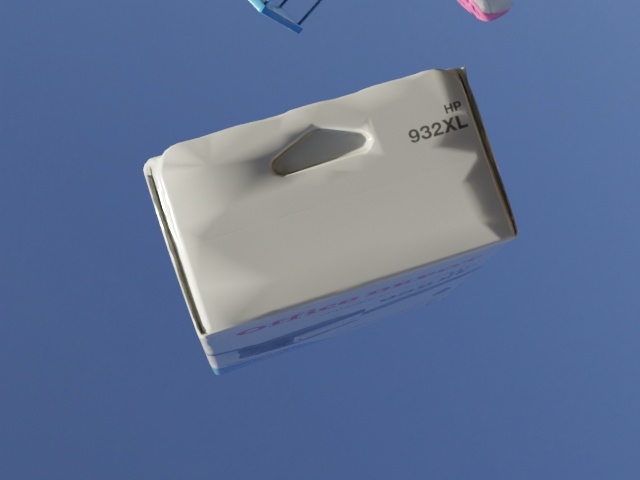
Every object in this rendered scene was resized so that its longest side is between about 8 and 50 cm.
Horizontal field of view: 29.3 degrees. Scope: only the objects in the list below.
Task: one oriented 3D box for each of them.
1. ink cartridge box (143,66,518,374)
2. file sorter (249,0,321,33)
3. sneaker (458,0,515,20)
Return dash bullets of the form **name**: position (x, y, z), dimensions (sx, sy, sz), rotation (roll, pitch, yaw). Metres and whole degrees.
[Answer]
- **ink cartridge box**: position (0.000, 0.000, 0.930), dimensions (0.223, 0.307, 0.129), rotation (-17, -99, -6)
- **file sorter**: position (-0.072, -0.378, 1.620), dimensions (0.170, 0.104, 0.118), rotation (48, -167, 20)
- **sneaker**: position (0.108, -0.290, 0.904), dimensions (0.103, 0.111, 0.252), rotation (-78, -30, -81)
